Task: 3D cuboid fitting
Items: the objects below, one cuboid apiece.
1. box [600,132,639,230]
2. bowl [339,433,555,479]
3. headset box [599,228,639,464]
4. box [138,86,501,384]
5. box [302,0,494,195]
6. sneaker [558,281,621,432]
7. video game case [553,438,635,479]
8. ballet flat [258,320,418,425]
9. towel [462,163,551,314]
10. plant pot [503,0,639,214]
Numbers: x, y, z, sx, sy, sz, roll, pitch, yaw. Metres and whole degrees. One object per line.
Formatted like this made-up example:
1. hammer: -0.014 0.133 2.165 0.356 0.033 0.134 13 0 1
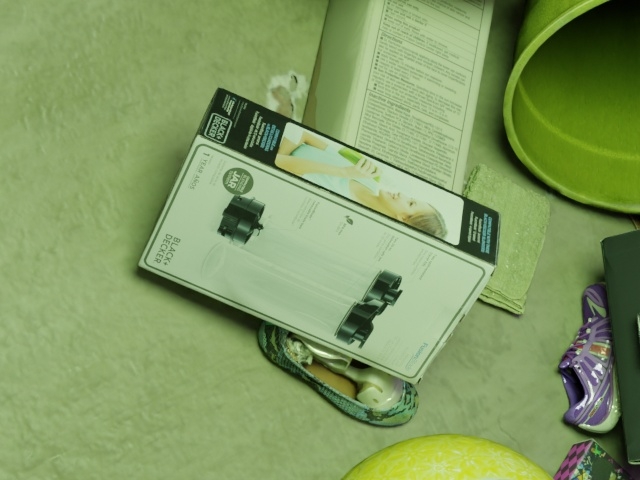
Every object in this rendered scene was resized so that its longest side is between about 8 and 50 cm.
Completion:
1. box: 0.433 -0.076 1.682 0.201 0.021 0.164 -28 89 -33
2. bowl: 0.147 0.298 1.288 0.290 0.156 0.289 10 60 -17
3. headset box: 0.431 0.117 1.504 0.283 0.131 0.246 11 69 -46
4. box: 0.000 0.000 1.291 0.290 0.169 0.087 23 37 -7
5. box: 0.073 -0.145 1.443 0.148 0.121 0.311 23 65 -21
6. sneaker: 0.291 0.121 1.517 0.071 0.068 0.169 12 64 -9
7. video game case: 0.291 0.360 1.451 0.210 0.042 0.232 44 59 -10
8. ballet flat: 0.026 0.126 1.366 0.188 0.070 0.070 28 63 -19
9. towel: 0.190 -0.002 1.519 0.110 0.027 0.148 27 64 -18
10. plant pot: 0.381 -0.277 1.540 0.367 0.366 0.353 21 51 -22
